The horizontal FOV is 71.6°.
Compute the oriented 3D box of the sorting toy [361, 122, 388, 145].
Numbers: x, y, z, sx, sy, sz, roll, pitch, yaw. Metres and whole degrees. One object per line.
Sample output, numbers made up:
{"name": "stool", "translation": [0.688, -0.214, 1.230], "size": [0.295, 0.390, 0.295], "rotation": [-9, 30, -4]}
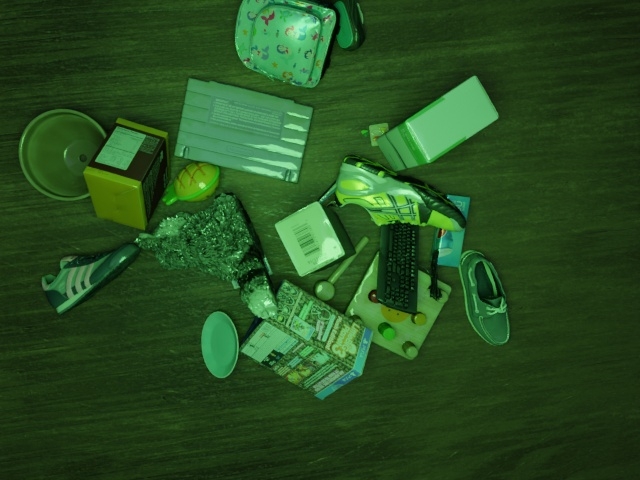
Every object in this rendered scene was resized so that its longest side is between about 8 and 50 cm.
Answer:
{"name": "sorting toy", "translation": [0.163, -0.311, 1.311], "size": [0.083, 0.012, 0.062], "rotation": [-9, 97, -4]}

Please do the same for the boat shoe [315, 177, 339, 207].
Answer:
{"name": "boat shoe", "translation": [0.048, -0.129, 1.295], "size": [0.066, 0.066, 0.183], "rotation": [43, 92, -9]}

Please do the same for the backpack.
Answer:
{"name": "backpack", "translation": [-0.098, -0.537, 1.173], "size": [0.254, 0.191, 0.225], "rotation": [21, 125, 2]}

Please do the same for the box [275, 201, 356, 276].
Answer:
{"name": "box", "translation": [0.000, 0.000, 1.167], "size": [0.121, 0.311, 0.148], "rotation": [-28, 83, 8]}

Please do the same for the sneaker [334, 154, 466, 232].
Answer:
{"name": "sneaker", "translation": [0.221, -0.105, 1.249], "size": [0.385, 0.145, 0.147], "rotation": [24, 111, -1]}

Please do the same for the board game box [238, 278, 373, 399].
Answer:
{"name": "board game box", "translation": [-0.045, 0.283, 1.237], "size": [0.291, 0.141, 0.232], "rotation": [32, 136, -7]}

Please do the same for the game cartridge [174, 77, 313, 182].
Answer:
{"name": "game cartridge", "translation": [-0.214, -0.311, 1.262], "size": [0.355, 0.068, 0.230], "rotation": [13, 91, -5]}

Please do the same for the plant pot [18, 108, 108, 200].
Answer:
{"name": "plant pot", "translation": [-0.670, -0.227, 1.210], "size": [0.238, 0.110, 0.237], "rotation": [0, 95, -5]}

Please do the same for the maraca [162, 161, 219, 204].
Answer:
{"name": "maraca", "translation": [-0.359, -0.155, 1.230], "size": [0.186, 0.127, 0.099], "rotation": [-17, 130, 20]}

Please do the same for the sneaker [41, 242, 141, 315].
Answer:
{"name": "sneaker", "translation": [-0.644, 0.077, 1.223], "size": [0.319, 0.112, 0.131], "rotation": [-35, 93, 11]}

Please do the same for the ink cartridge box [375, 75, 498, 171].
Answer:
{"name": "ink cartridge box", "translation": [0.291, -0.294, 1.179], "size": [0.211, 0.289, 0.121], "rotation": [-34, 98, -4]}

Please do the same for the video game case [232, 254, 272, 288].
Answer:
{"name": "video game case", "translation": [-0.216, 0.083, 1.326], "size": [0.122, 0.011, 0.087], "rotation": [-22, 97, -1]}

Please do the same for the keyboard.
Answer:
{"name": "keyboard", "translation": [0.258, 0.061, 1.248], "size": [0.202, 0.033, 0.317], "rotation": [18, 56, -13]}

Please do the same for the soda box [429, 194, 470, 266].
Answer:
{"name": "soda box", "translation": [0.386, -0.030, 1.331], "size": [0.071, 0.067, 0.210], "rotation": [7, 95, -5]}

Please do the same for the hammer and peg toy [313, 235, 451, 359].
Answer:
{"name": "hammer and peg toy", "translation": [0.177, 0.163, 1.305], "size": [0.361, 0.127, 0.265], "rotation": [28, 93, -7]}

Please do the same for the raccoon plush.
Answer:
{"name": "raccoon plush", "translation": [-0.309, 0.052, 1.135], "size": [0.299, 0.446, 0.216], "rotation": [-24, 124, -2]}

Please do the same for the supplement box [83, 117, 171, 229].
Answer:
{"name": "supplement box", "translation": [-0.488, -0.169, 1.151], "size": [0.129, 0.191, 0.194], "rotation": [16, 56, -6]}

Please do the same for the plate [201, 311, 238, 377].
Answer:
{"name": "plate", "translation": [-0.286, 0.299, 1.284], "size": [0.024, 0.188, 0.188], "rotation": [3, 98, -45]}

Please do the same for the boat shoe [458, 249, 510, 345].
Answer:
{"name": "boat shoe", "translation": [0.506, 0.185, 1.346], "size": [0.116, 0.099, 0.319], "rotation": [-21, 97, -2]}

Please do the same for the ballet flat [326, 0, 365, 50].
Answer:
{"name": "ballet flat", "translation": [0.061, -0.671, 1.229], "size": [0.096, 0.095, 0.280], "rotation": [-30, 113, -42]}
